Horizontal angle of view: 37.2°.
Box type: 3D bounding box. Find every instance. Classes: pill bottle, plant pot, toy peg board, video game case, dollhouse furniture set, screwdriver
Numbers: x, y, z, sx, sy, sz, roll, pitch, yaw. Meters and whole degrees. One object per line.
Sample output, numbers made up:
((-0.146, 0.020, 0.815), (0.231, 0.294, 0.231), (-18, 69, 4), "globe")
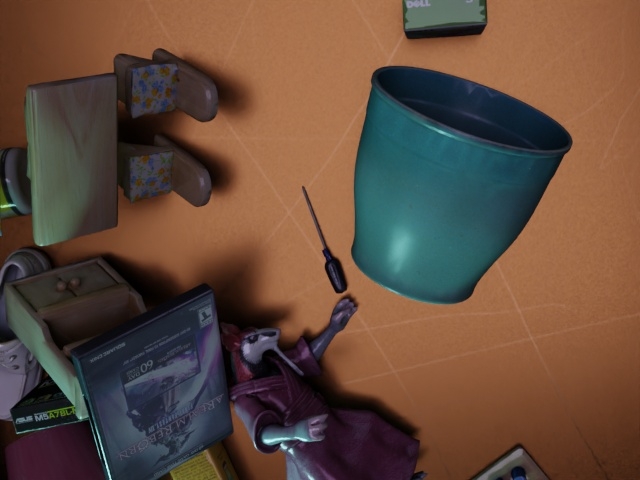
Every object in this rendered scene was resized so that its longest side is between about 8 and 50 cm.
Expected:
((-0.520, -0.075, 1.414), (0.184, 0.103, 0.103), (-9, 97, 8), "pill bottle")
((0.160, -0.066, 1.278), (0.271, 0.272, 0.255), (20, 115, 3), "plant pot")
((-0.382, 0.372, 1.430), (0.201, 0.201, 0.180), (-26, 79, 9), "plant pot")
((0.288, 0.423, 1.412), (0.161, 0.079, 0.161), (-39, 93, 9), "toy peg board")
((-0.214, 0.206, 1.264), (0.196, 0.026, 0.274), (-27, 132, -28), "video game case")
((-0.301, -0.013, 1.246), (0.256, 0.362, 0.394), (35, 130, 40), "dollhouse furniture set")
((0.000, 0.000, 1.415), (0.025, 0.024, 0.170), (-25, 88, 38), "screwdriver")

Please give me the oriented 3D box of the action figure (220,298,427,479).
((-0.029, 0.264, 1.396), (0.370, 0.248, 0.275), (47, 127, -3), "action figure")

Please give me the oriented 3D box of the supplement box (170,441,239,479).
((-0.182, 0.347, 1.452), (0.080, 0.078, 0.233), (-26, 94, 9), "supplement box")

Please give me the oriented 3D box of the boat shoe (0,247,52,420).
((-0.479, 0.151, 1.445), (0.098, 0.096, 0.277), (9, 99, 4), "boat shoe")

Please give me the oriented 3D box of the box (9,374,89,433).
((-0.330, 0.216, 1.395), (0.190, 0.184, 0.045), (-12, 102, 8), "box")

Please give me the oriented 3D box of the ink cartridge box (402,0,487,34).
((0.163, -0.307, 1.255), (0.109, 0.209, 0.062), (-3, 97, 7), "ink cartridge box")
